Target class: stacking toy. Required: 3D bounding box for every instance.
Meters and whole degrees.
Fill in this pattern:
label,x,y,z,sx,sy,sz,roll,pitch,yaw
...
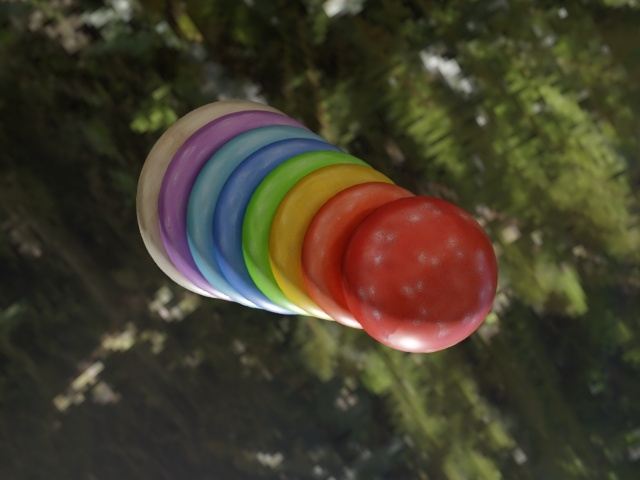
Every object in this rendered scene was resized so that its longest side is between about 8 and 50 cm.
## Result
label,x,y,z,sx,sy,sz,roll,pitch,yaw
stacking toy,0.000,0.000,1.165,0.141,0.141,0.330,-42,-155,-11
